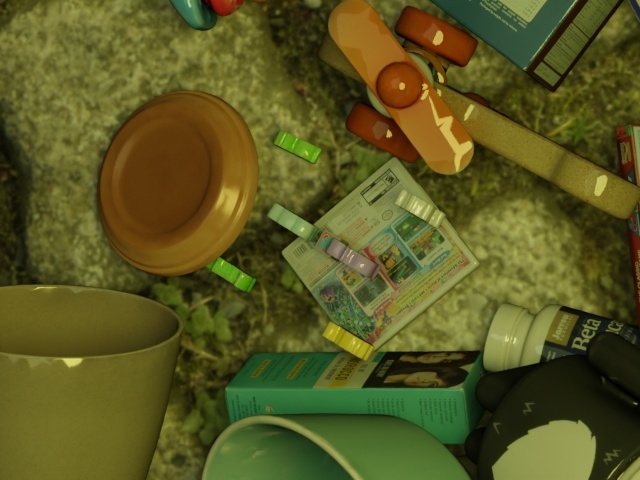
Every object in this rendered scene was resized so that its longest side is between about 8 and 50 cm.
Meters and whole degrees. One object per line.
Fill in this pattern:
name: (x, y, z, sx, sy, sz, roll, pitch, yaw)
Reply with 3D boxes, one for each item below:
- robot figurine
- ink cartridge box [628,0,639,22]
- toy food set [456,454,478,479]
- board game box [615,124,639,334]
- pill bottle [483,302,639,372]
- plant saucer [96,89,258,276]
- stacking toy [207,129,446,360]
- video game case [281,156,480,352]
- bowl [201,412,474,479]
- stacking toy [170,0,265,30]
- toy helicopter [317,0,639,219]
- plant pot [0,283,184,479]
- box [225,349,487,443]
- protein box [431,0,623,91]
robot figurine: (0.246, 0.206, 1.536, 0.173, 0.209, 0.278, -43, 43, -12)
ink cartridge box: (0.477, -0.258, 1.626, 0.371, 0.069, 0.176, -29, 49, 13)
toy food set: (0.193, 0.276, 1.718, 0.232, 0.104, 0.111, 23, 107, 36)
board game box: (0.353, 0.032, 1.651, 0.027, 0.145, 0.281, -17, 77, 59)
pill bottle: (0.246, 0.114, 1.695, 0.169, 0.094, 0.094, 15, 91, 19)
plant saucer: (-0.157, -0.063, 1.851, 0.200, 0.037, 0.200, -8, 74, 29)
stacking toy: (0.000, 0.000, 1.784, 0.221, 0.052, 0.167, 29, 90, 29)
video game case: (0.060, 0.018, 1.806, 0.157, 0.019, 0.143, -40, 75, 11)
bowl: (0.043, 0.283, 1.628, 0.311, 0.163, 0.312, 24, 123, 43)
stacking toy: (-0.018, -0.331, 1.803, 0.301, 0.166, 0.175, -14, 97, 6)
toy helicopter: (0.140, -0.117, 1.650, 0.355, 0.235, 0.140, 31, 96, 31)
plant pot: (-0.273, 0.209, 1.802, 0.256, 0.256, 0.274, 8, 104, 19)
box: (0.037, 0.154, 1.752, 0.244, 0.100, 0.060, -2, 108, 18)
protein box: (0.198, -0.290, 1.721, 0.200, 0.136, 0.201, 40, 98, 17)
